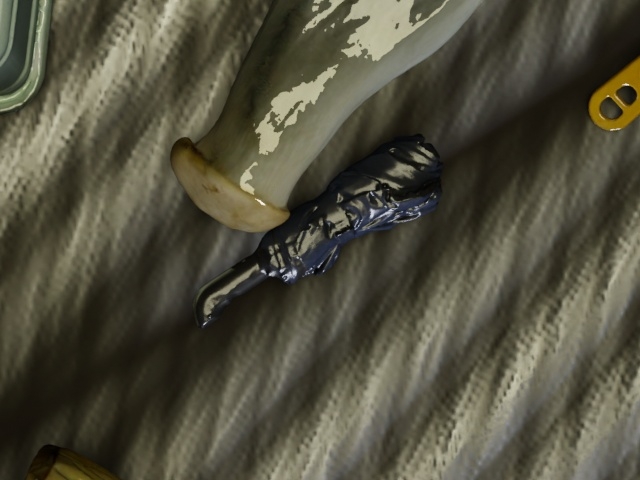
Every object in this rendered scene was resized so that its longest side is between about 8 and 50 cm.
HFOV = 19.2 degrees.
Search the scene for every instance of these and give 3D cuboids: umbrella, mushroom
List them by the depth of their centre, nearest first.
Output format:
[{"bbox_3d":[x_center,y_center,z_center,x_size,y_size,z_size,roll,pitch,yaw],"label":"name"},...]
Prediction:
[{"bbox_3d":[0.009,-0.150,1.547,0.329,0.159,0.122,-55,139,1],"label":"mushroom"},{"bbox_3d":[-0.004,-0.007,1.586,0.248,0.071,0.071,-31,95,-6],"label":"umbrella"}]

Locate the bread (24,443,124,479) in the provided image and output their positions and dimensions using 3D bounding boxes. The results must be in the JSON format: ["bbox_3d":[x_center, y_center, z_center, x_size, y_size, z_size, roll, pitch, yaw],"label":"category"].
[{"bbox_3d":[-0.221,0.297,1.491,0.142,0.227,0.253,30,82,-10],"label":"bread"}]

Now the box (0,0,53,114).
[{"bbox_3d":[-0.368,-0.202,1.478,0.312,0.182,0.175,7,91,-6],"label":"box"}]

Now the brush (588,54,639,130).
[{"bbox_3d":[0.329,-0.185,1.586,0.103,0.013,0.272,47,115,-2],"label":"brush"}]
